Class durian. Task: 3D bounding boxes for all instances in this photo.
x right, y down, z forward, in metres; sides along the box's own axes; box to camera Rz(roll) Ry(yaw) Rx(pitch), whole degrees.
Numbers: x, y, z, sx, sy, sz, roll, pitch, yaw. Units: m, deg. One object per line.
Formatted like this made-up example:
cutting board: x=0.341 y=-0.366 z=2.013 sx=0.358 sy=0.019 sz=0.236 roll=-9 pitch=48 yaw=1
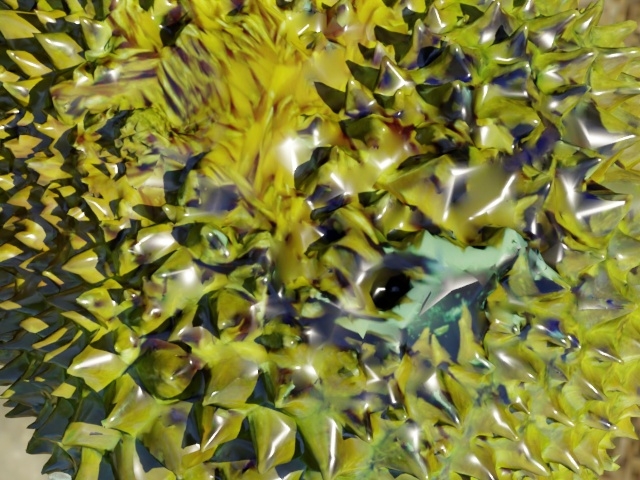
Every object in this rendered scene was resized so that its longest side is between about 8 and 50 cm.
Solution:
durian: x=0.001 y=0.002 z=0.692 sx=0.291 sy=0.291 sz=0.224 roll=39 pitch=173 yaw=-20

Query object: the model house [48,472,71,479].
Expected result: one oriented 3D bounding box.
model house: x=-0.028 y=0.097 z=1.225 sx=0.215 sy=0.224 sz=0.198 roll=-2 pitch=151 yaw=14
